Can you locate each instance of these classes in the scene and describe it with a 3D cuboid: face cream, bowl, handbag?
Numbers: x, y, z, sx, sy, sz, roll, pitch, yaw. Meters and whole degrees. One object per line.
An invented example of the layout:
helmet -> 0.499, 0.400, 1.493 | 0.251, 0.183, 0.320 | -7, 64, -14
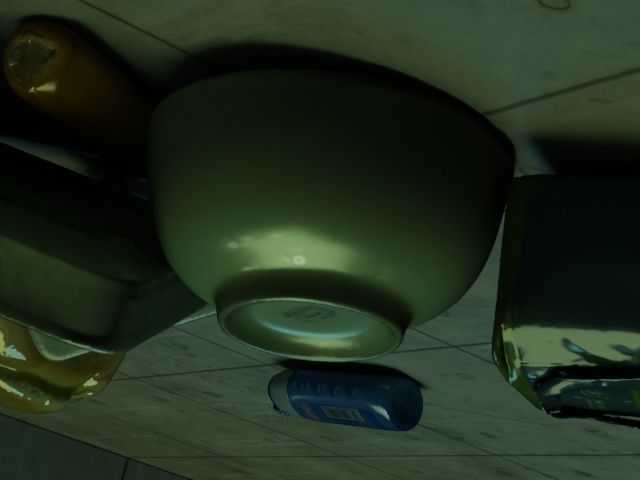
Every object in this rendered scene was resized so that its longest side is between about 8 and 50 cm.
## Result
face cream -> 0.030, 0.249, 2.518 | 0.264, 0.083, 0.149 | 2, 157, 37
bowl -> 0.000, 0.000, 1.489 | 0.354, 0.185, 0.354 | 6, 158, 2
handbag -> 0.300, 0.057, 1.446 | 0.241, 0.222, 0.263 | 1, 157, 25

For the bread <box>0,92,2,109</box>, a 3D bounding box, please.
bread -> -0.382, -0.140, 1.637 | 0.060, 0.082, 0.113 | 10, 159, 26

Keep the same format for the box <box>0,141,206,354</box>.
box -> -0.322, -0.014, 1.626 | 0.396, 0.111, 0.396 | 21, -170, 8

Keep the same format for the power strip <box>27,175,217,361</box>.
power strip -> -0.234, 0.022, 1.867 | 0.265, 0.193, 0.059 | -17, -161, 6

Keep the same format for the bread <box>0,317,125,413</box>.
bread -> -0.383, 0.080, 2.052 | 0.211, 0.270, 0.316 | 23, 167, 36

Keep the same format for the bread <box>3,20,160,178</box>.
bread -> -0.216, -0.129, 1.542 | 0.093, 0.074, 0.239 | 10, 163, 31
